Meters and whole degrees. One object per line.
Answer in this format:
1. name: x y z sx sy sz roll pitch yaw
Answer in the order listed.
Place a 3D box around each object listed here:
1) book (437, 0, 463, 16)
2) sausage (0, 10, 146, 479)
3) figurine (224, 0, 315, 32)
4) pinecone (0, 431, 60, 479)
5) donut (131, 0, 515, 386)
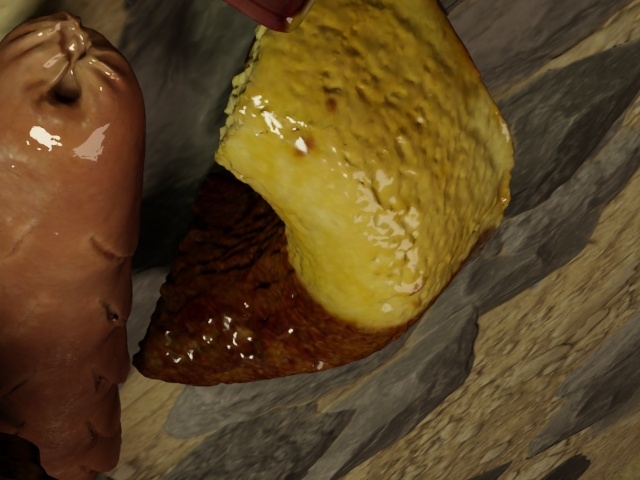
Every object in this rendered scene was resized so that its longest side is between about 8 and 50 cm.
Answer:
1. book: 0.118 -0.206 0.764 0.231 0.026 0.157 -40 159 5
2. sausage: -0.135 0.041 0.780 0.088 0.088 0.433 -28 156 -24
3. figurine: -0.015 -0.154 0.608 0.098 0.082 0.154 -50 166 -28
4. pinecone: -0.249 0.190 0.675 0.296 0.242 0.298 -46 164 14
5. donut: 0.000 0.000 0.779 0.112 0.151 0.295 -59 177 -40
